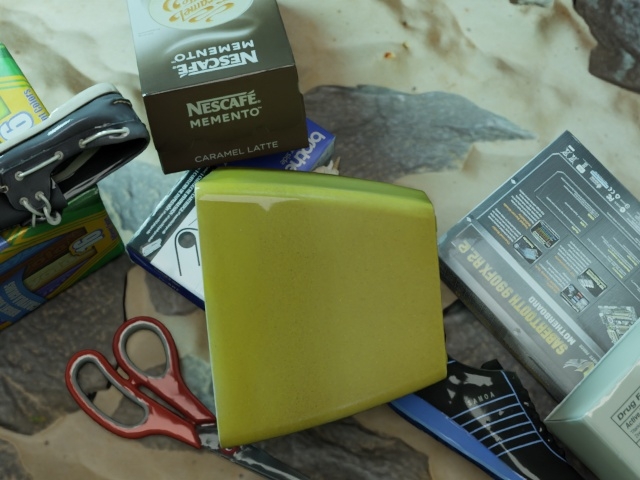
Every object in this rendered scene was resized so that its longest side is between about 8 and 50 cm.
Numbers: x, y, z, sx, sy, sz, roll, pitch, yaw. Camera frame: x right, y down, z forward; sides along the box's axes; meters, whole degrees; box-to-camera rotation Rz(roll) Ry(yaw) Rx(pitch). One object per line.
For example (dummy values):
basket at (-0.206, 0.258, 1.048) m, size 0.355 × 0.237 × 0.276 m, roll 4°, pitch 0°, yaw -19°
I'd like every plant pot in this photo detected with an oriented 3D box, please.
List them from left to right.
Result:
plant pot at (0.006, 0.041, 1.153) m, size 0.187 × 0.212 × 0.212 m, roll -5°, pitch 97°, yaw 2°

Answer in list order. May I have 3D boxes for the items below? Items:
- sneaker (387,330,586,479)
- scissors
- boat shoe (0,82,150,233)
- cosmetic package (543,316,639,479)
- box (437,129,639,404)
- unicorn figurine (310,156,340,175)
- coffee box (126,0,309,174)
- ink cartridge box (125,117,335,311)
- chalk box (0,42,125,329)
sneaker at (0.169, 0.168, 1.220) m, size 0.232 × 0.081 × 0.090 m, roll 34°, pitch 81°, yaw 12°
scissors at (-0.105, 0.187, 1.247) m, size 0.297 × 0.021 × 0.109 m, roll 42°, pitch 73°, yaw 11°
boat shoe at (-0.228, -0.046, 1.106) m, size 0.206 × 0.075 × 0.065 m, roll -40°, pitch 72°, yaw -17°
cosmetic package at (0.361, 0.208, 1.159) m, size 0.160 × 0.113 × 0.309 m, roll -43°, pitch 88°, yaw -13°
box at (0.242, 0.038, 1.278) m, size 0.183 × 0.056 × 0.231 m, roll -41°, pitch 76°, yaw -12°
unicorn figurine at (0.000, 0.000, 1.286) m, size 0.162 × 0.060 × 0.111 m, roll -41°, pitch 82°, yaw -15°
coffee box at (-0.103, -0.187, 1.280) m, size 0.141 × 0.098 × 0.246 m, roll -13°, pitch 45°, yaw -4°
ink cartridge box at (-0.084, -0.041, 1.309) m, size 0.097 × 0.046 × 0.207 m, roll 34°, pitch 74°, yaw 10°
chalk box at (-0.351, -0.007, 1.225) m, size 0.289 × 0.179 × 0.180 m, roll -33°, pitch 75°, yaw -11°
